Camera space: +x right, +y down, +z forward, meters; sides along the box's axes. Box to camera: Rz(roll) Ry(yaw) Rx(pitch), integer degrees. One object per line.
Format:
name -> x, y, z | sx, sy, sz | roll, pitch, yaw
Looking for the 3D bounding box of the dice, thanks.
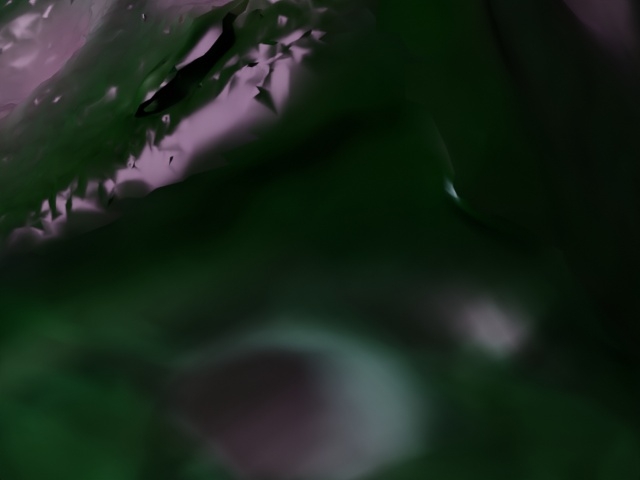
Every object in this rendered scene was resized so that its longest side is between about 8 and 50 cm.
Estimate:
dice -> 0.000, 0.000, 0.653 | 0.297, 0.300, 0.287 | -23, 39, 32
